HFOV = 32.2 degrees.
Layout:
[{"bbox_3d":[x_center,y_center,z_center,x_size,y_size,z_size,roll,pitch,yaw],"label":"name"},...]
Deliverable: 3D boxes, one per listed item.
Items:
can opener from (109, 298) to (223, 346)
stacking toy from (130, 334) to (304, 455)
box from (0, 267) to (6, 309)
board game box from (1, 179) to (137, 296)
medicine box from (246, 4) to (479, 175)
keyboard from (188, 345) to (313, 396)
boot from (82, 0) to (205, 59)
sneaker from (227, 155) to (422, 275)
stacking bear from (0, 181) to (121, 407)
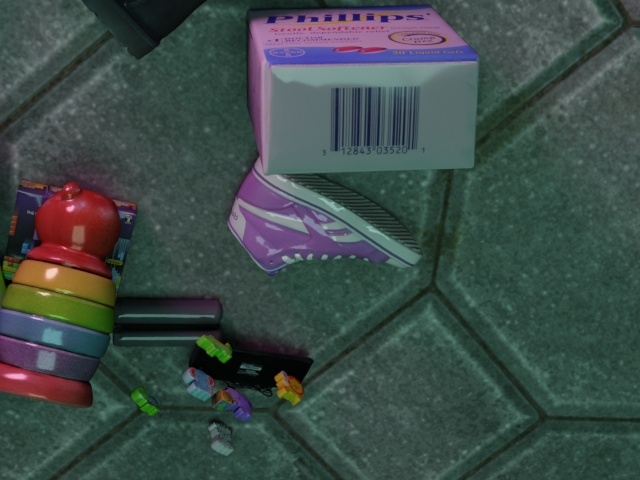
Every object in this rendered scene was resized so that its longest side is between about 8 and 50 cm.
[{"bbox_3d":[-0.287,0.134,1.646,0.284,0.095,0.076,1,113,-5],"label":"can opener"},{"bbox_3d":[-0.156,0.231,1.692,0.167,0.052,0.221,-39,128,20],"label":"stacking toy"},{"bbox_3d":[-0.497,0.116,1.616,0.109,0.042,0.178,2,116,23],"label":"box"},{"bbox_3d":[-0.364,0.001,1.606,0.170,0.048,0.141,11,112,-13],"label":"board game box"},{"bbox_3d":[0.043,-0.203,1.446,0.264,0.289,0.149,-3,115,-7],"label":"medicine box"},{"bbox_3d":[-0.115,0.193,1.723,0.192,0.038,0.100,12,129,-23],"label":"keyboard"},{"bbox_3d":[-0.148,-0.472,1.335,0.445,0.146,0.367,-35,143,8],"label":"boot"},{"bbox_3d":[0.000,0.000,1.637,0.282,0.102,0.161,28,110,-7],"label":"sneaker"},{"bbox_3d":[-0.351,0.069,1.504,0.175,0.164,0.288,23,77,-53],"label":"stacking bear"}]
